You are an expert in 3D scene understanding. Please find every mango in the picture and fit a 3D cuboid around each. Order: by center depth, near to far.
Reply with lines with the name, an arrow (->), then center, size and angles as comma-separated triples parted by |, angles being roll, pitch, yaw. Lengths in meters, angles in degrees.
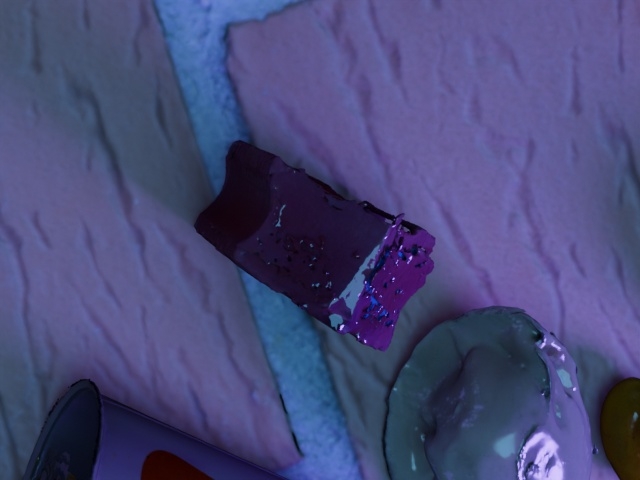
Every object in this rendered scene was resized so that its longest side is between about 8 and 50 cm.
mango -> 0.280, 0.170, 1.616 | 0.080, 0.060, 0.114 | -22, 105, 9

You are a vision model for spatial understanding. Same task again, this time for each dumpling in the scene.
dumpling -> 0.133, 0.172, 1.567 | 0.172, 0.142, 0.247 | 2, 108, 24

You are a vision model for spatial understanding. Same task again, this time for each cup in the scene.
cup -> -0.086, 0.247, 1.498 | 0.288, 0.203, 0.203 | 21, 94, -21

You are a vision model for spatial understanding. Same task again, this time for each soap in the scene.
soap -> 0.000, 0.000, 1.437 | 0.162, 0.250, 0.099 | 33, 89, -12
